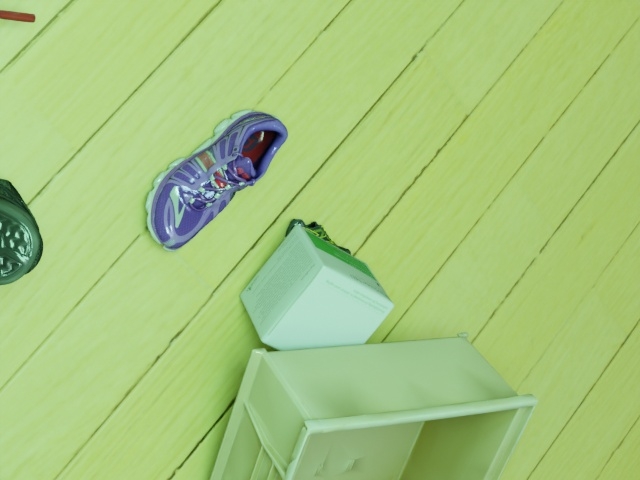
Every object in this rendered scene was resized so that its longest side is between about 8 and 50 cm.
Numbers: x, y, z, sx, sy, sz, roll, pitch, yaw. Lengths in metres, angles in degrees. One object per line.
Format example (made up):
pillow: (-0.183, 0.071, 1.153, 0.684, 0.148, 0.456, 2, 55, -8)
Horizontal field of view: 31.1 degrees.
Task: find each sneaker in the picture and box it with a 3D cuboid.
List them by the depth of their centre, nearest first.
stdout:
sneaker: (-0.329, -0.038, 0.942, 0.227, 0.130, 0.087, 28, 87, -5)
sneaker: (-0.097, -0.061, 1.087, 0.170, 0.071, 0.068, -51, 120, -15)
sneaker: (0.000, 0.000, 1.183, 0.083, 0.031, 0.035, 16, 85, -36)

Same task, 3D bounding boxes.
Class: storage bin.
storage bin: (0.036, 0.231, 1.142, 0.262, 0.123, 0.260, -2, 125, -33)

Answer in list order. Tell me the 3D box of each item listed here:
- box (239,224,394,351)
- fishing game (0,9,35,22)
box: (-0.005, 0.060, 1.139, 0.101, 0.087, 0.102, 30, 107, -33)
fishing game: (-0.301, -0.310, 0.928, 0.189, 0.041, 0.264, -1, 91, -41)
